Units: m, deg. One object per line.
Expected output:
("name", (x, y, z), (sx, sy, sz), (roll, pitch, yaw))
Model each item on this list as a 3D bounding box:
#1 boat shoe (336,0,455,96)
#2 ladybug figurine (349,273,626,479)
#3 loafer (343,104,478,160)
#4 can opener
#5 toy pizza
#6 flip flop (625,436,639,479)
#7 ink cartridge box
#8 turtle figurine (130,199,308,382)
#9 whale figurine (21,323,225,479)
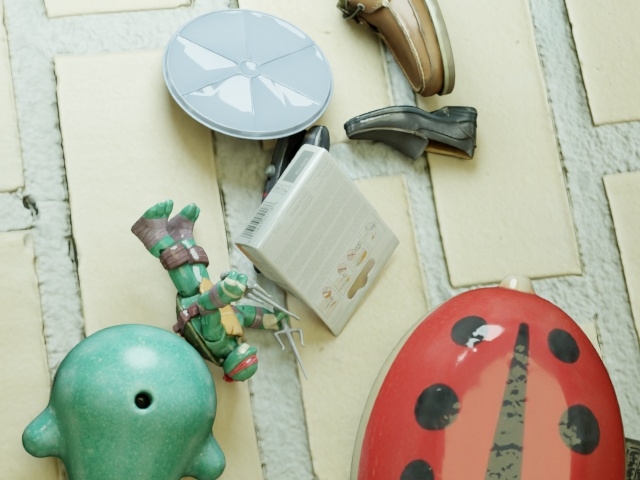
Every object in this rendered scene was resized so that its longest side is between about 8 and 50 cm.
("boat shoe", (0.064, -0.298, 1.782), (0.104, 0.111, 0.307), (-17, 70, -15))
("ladybug figurine", (0.187, 0.245, 1.602), (0.305, 0.162, 0.449), (6, 73, 0))
("loafer", (0.111, -0.126, 1.764), (0.170, 0.062, 0.061), (-3, 80, -15))
("can opener", (-0.043, -0.049, 1.701), (0.059, 0.073, 0.186), (21, 79, -17))
("toy pizza", (-0.085, -0.190, 1.721), (0.201, 0.032, 0.201), (7, 53, -9))
("flip flop", (0.368, 0.289, 1.714), (0.277, 0.080, 0.112), (18, 71, 6))
("ink cartridge box", (0.000, 0.000, 1.677), (0.145, 0.045, 0.179), (-56, 134, -17))
("turtle figurine", (-0.109, 0.067, 1.606), (0.118, 0.175, 0.234), (-35, 78, -4))
("whale figurine", (-0.201, 0.220, 1.535), (0.216, 0.141, 0.272), (12, 77, -12))
